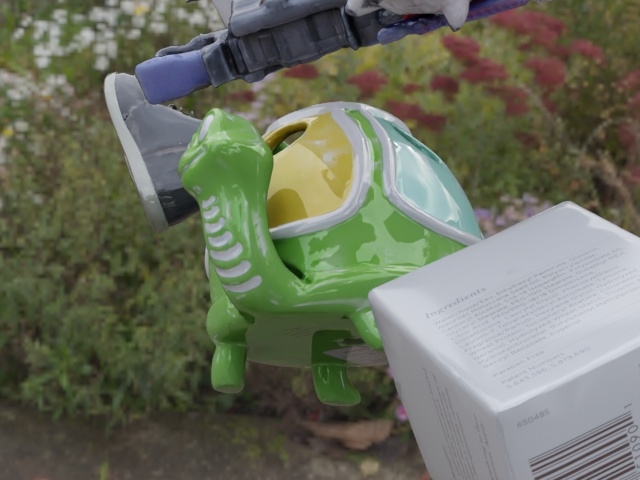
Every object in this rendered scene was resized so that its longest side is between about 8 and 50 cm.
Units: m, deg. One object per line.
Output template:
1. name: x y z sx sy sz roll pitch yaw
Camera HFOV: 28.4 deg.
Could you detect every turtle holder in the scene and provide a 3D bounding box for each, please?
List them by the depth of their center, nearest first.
1. turtle holder: -0.005 0.006 1.076 0.320 0.227 0.243 6 -20 -29

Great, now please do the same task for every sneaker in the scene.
1. sneaker: -0.138 -0.101 1.254 0.118 0.083 0.222 -19 48 -8

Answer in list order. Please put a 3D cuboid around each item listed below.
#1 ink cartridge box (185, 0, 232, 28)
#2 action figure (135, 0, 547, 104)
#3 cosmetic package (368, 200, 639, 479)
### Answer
1. ink cartridge box: 0.030 -0.232 1.053 0.165 0.065 0.333 -16 1 -30
2. action figure: 0.023 -0.221 0.776 0.341 0.178 0.330 -19 37 6
3. cosmetic package: 0.144 0.092 0.744 0.151 0.151 0.184 -24 25 -11
